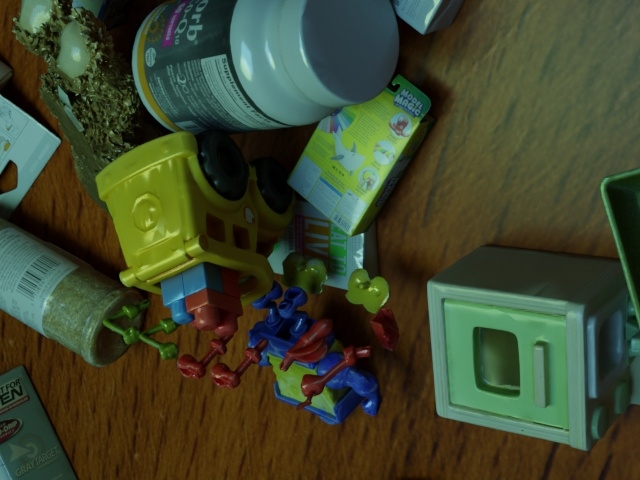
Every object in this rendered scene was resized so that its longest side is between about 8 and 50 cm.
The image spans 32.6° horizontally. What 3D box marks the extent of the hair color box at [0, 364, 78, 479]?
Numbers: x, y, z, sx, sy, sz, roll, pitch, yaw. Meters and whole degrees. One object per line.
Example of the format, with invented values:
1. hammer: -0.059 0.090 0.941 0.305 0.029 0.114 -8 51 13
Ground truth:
1. hair color box: -0.490 0.408 1.773 0.185 0.113 0.374 -23 94 41

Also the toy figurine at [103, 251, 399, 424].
1. toy figurine: -0.054 0.152 1.291 0.362 0.191 0.217 13 141 39

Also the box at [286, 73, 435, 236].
1. box: 0.047 -0.106 1.187 0.105 0.043 0.179 41 120 19

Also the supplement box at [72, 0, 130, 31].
1. supplement box: -0.281 -0.312 1.351 0.083 0.056 0.083 36 127 5

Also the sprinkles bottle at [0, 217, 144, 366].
1. sprinkles bottle: -0.420 0.051 1.555 0.355 0.121 0.121 26 122 22

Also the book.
1. book: 0.000 0.000 1.288 0.144 0.035 0.096 11 110 36

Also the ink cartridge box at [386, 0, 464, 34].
1. ink cartridge box: 0.073 -0.302 1.089 0.180 0.060 0.104 42 129 17

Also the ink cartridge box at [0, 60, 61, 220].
1. ink cartridge box: -0.519 -0.156 1.609 0.239 0.060 0.275 37 131 -11

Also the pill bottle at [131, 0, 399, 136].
1. pill bottle: -0.061 -0.195 1.142 0.278 0.162 0.162 -1 107 49

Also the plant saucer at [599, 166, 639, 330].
1. plant saucer: 0.364 0.006 0.968 0.188 0.045 0.188 -15 98 20

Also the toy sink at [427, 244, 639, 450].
1. toy sink: 0.236 0.105 1.077 0.234 0.131 0.153 8 112 35

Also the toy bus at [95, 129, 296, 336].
1. toy bus: -0.116 0.010 1.189 0.149 0.220 0.211 -25 66 26

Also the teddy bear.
1. teddy bear: -0.256 -0.167 1.307 0.245 0.113 0.338 29 150 46
